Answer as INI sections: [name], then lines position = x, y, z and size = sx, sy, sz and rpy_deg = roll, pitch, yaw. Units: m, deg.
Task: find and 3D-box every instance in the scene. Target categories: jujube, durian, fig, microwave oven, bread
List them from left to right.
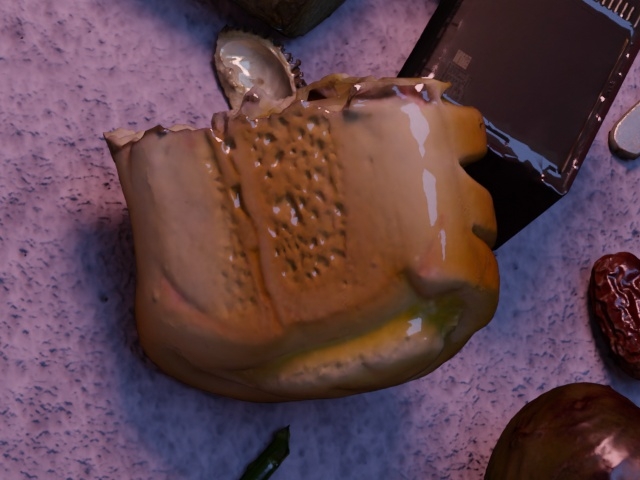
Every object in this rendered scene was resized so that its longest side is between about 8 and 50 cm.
[durian]
position = -0.049, -0.141, 1.588
size = 0.066, 0.052, 0.130
rpy_deg = -21, 85, -29
[bread]
position = 0.000, 0.000, 1.448
size = 0.211, 0.316, 0.270
rpy_deg = -28, 105, -72
[microwave oven]
position = 0.160, -0.141, 1.625
size = 0.178, 0.188, 0.247
rpy_deg = 34, 65, -8
[fig]
position = 0.194, 0.283, 1.527
size = 0.217, 0.217, 0.321
rpy_deg = 41, 87, -10
[jujube]
position = 0.301, 0.071, 1.691
size = 0.077, 0.077, 0.129
rpy_deg = -14, 75, -31

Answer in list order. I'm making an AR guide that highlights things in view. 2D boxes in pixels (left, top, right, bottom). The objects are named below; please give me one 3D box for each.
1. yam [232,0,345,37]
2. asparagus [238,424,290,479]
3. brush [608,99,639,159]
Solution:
[yam]
position = -0.077, -0.307, 1.563
size = 0.304, 0.168, 0.168
rpy_deg = 34, 61, -13
[asparagus]
position = -0.052, 0.195, 1.488
size = 0.021, 0.025, 0.108
rpy_deg = 41, 59, 1
[brush]
position = 0.418, -0.198, 1.814
size = 0.336, 0.020, 0.085
rpy_deg = -43, 82, -14
